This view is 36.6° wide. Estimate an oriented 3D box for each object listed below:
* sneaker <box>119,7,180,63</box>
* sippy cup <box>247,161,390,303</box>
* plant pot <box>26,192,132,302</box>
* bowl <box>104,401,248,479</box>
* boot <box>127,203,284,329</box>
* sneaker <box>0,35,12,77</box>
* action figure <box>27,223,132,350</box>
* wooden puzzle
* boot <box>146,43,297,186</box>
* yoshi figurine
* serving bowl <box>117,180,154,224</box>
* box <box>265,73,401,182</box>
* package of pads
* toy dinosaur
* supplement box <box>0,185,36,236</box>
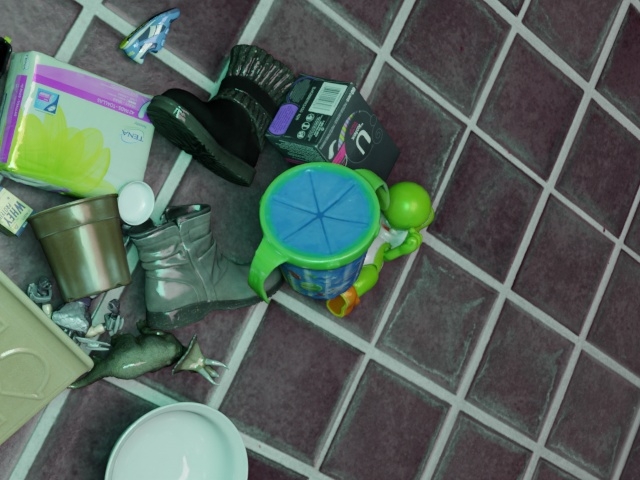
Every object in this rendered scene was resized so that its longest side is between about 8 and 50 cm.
[{"bbox_3d":[-0.330,-0.408,1.924,0.144,0.053,0.059,-43,112,-14],"label":"sneaker"},{"bbox_3d":[0.000,0.000,1.936,0.306,0.224,0.240,-6,58,-3],"label":"sippy cup"},{"bbox_3d":[-0.418,0.017,1.729,0.167,0.167,0.165,-18,91,-30],"label":"plant pot"},{"bbox_3d":[-0.304,0.456,1.914,0.298,0.134,0.297,0,91,-32],"label":"bowl"},{"bbox_3d":[-0.213,0.029,1.930,0.338,0.118,0.222,-20,111,-43],"label":"boot"},{"bbox_3d":[-0.610,-0.282,1.683,0.084,0.097,0.234,39,45,-25],"label":"sneaker"},{"bbox_3d":[-0.449,0.091,1.829,0.185,0.099,0.285,21,72,-13],"label":"action figure"},{"bbox_3d":[-0.625,0.221,1.686,0.348,0.080,0.322,-39,126,-5],"label":"wooden puzzle"},{"bbox_3d":[-0.189,-0.284,1.919,0.260,0.131,0.348,-66,154,-8],"label":"boot"},{"bbox_3d":[0.119,-0.010,2.132,0.362,0.203,0.203,-40,104,-27],"label":"yoshi figurine"},{"bbox_3d":[-0.353,-0.072,1.820,0.083,0.027,0.083,-15,110,-45],"label":"serving bowl"},{"bbox_3d":[0.033,-0.202,2.044,0.165,0.143,0.270,-62,143,-14],"label":"box"},{"bbox_3d":[-0.449,-0.193,1.791,0.297,0.101,0.229,16,84,-46],"label":"package of pads"},{"bbox_3d":[-0.350,0.220,1.864,0.314,0.160,0.121,0,91,-32],"label":"toy dinosaur"},{"bbox_3d":[-0.576,-0.053,1.762,0.083,0.083,0.056,41,71,-26],"label":"supplement box"}]
